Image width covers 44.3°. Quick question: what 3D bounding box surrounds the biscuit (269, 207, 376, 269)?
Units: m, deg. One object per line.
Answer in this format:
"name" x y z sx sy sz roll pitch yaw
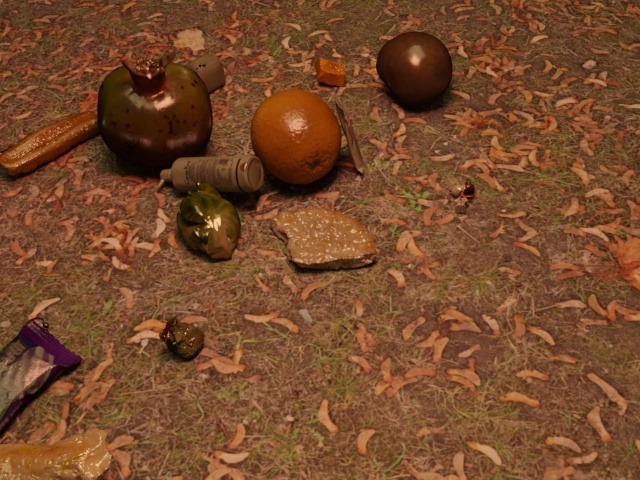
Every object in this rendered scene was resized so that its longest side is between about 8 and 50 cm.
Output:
"biscuit" 0.000 0.000 1.736 0.265 0.040 0.188 23 50 26

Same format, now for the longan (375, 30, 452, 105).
"longan" 0.252 -0.457 2.077 0.198 0.198 0.212 -14 47 -10

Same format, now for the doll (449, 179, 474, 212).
"doll" 0.332 -0.103 1.820 0.058 0.040 0.085 -14 40 7

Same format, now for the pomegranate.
"pomegranate" -0.413 -0.339 1.902 0.291 0.323 0.290 -8 43 7

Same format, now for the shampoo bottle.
"shampoo bottle" -0.265 -0.155 1.850 0.262 0.085 0.085 1 43 26

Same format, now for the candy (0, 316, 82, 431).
"candy" -0.592 0.267 1.489 0.145 0.070 0.275 30 51 18

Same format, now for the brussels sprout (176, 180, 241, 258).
"brussels sprout" -0.245 -0.043 1.757 0.139 0.100 0.181 -12 45 -22

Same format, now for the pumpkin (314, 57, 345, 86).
"pumpkin" 0.025 -0.465 2.190 0.083 0.054 0.074 10 46 -17

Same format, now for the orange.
"orange" -0.058 -0.247 1.860 0.236 0.236 0.236 -2 45 2

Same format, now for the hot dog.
"hot dog" -0.686 -0.249 2.008 0.289 0.068 0.083 -36 76 -33

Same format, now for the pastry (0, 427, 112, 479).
"pastry" -0.480 0.389 1.341 0.259 0.089 0.121 -5 50 -4

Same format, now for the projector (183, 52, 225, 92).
"projector" -0.322 -0.459 2.181 0.082 0.083 0.083 -37 53 -28

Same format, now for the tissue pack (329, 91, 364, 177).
"tissue pack" 0.068 -0.257 1.882 0.026 0.193 0.122 -19 45 5

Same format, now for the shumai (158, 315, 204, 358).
"shumai" -0.273 0.180 1.544 0.082 0.080 0.083 -1 43 0
